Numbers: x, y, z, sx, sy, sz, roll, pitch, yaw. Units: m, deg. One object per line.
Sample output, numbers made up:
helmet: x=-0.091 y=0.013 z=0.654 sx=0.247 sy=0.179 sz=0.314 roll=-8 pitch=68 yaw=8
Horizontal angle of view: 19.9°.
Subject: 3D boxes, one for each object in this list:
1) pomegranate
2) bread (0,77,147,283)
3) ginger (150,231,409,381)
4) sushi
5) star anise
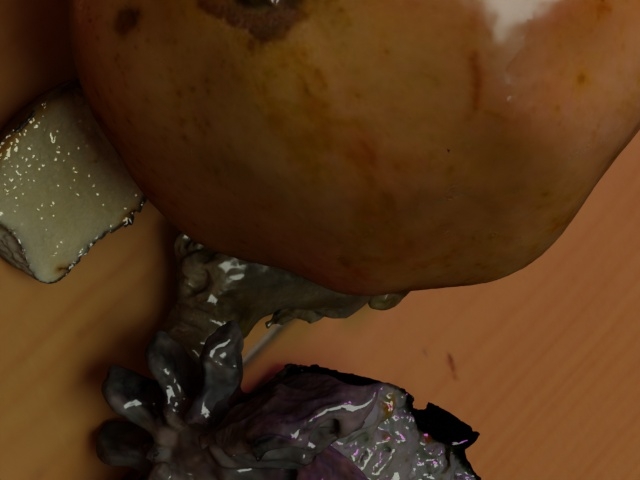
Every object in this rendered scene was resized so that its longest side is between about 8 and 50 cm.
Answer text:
pomegranate: x=0.032 y=-0.157 z=1.198 sx=0.411 sy=0.411 sz=0.411 roll=-8 pitch=103 yaw=-36
bread: x=-0.184 y=-0.042 z=1.269 sx=0.129 sy=0.044 sz=0.126 roll=-47 pitch=130 yaw=-24
ginger: x=-0.002 y=0.001 z=1.393 sx=0.333 sy=0.080 sz=0.166 roll=-30 pitch=129 yaw=-30
sushi: x=0.036 y=0.171 z=1.428 sx=0.212 sy=0.115 sz=0.147 roll=43 pitch=75 yaw=-34
star anise: x=-0.063 y=0.156 z=1.279 sx=0.110 sy=0.257 sz=0.198 roll=-55 pitch=132 yaw=-53
